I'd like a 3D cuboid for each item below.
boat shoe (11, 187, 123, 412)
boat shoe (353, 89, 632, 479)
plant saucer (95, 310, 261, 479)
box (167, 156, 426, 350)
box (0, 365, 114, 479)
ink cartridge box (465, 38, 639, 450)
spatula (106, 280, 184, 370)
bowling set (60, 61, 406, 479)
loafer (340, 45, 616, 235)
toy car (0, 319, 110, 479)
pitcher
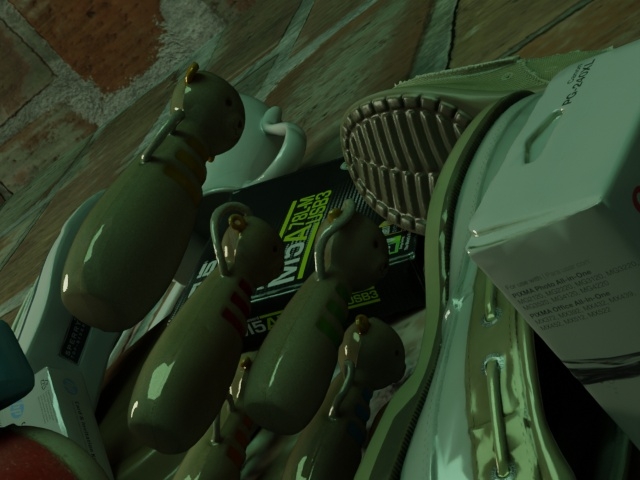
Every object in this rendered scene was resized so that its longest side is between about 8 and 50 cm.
[{"bbox_3d":[-0.205,0.072,0.974,0.088,0.096,0.267,-31,36,43],"label":"boat shoe"},{"bbox_3d":[0.106,0.037,0.537,0.103,0.113,0.302,-23,36,42],"label":"boat shoe"},{"bbox_3d":[-0.123,0.125,0.907,0.278,0.041,0.278,-38,17,14],"label":"plant saucer"},{"bbox_3d":[0.000,0.000,0.860,0.184,0.045,0.190,-14,28,20],"label":"box"},{"bbox_3d":[-0.221,0.195,0.817,0.186,0.038,0.145,-36,60,22],"label":"box"},{"bbox_3d":[0.137,0.011,0.444,0.063,0.150,0.109,-22,27,47],"label":"ink cartridge box"},{"bbox_3d":[-0.188,0.080,1.189,0.168,0.019,0.242,-24,25,31],"label":"spatula"},{"bbox_3d":[0.001,0.061,0.647,0.200,0.287,0.154,14,54,16],"label":"bowling set"},{"bbox_3d":[0.128,-0.062,0.725,0.269,0.101,0.092,1,21,43],"label":"loafer"},{"bbox_3d":[-0.226,0.187,0.555,0.210,0.219,0.238,-29,-5,34],"label":"toy car"},{"bbox_3d":[-0.072,-0.071,1.112,0.178,0.125,0.207,-43,24,24],"label":"pitcher"}]
